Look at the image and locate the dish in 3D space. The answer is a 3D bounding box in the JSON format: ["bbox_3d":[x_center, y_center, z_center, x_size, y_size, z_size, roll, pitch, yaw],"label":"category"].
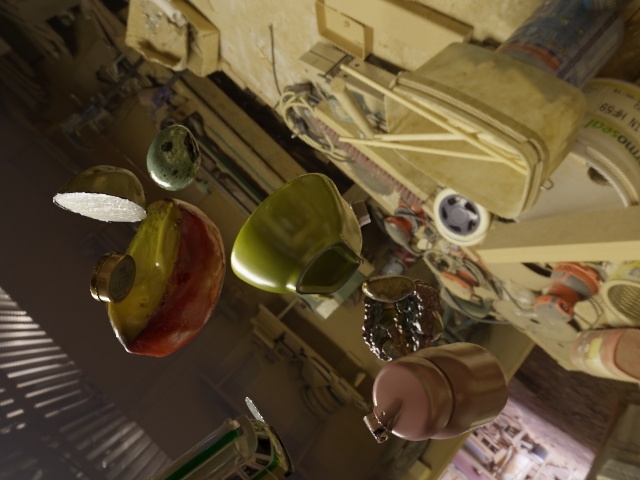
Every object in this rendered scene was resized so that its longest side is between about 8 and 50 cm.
[{"bbox_3d":[-0.010,0.022,0.748,0.108,0.221,0.262,47,-170,31],"label":"dish"}]

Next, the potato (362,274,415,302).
[{"bbox_3d":[0.108,0.078,0.711,0.045,0.092,0.046,-133,46,-55],"label":"potato"}]

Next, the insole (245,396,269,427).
[{"bbox_3d":[-0.154,0.519,1.245,0.193,0.006,0.065,50,143,21],"label":"insole"}]

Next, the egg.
[{"bbox_3d":[-0.242,-0.137,0.745,0.085,0.110,0.085,20,-168,-4],"label":"egg"}]

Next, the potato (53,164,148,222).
[{"bbox_3d":[-0.523,-0.127,1.095,0.203,0.117,0.182,2,164,2],"label":"potato"}]

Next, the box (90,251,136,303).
[{"bbox_3d":[-0.415,0.075,0.901,0.037,0.105,0.105,10,159,7],"label":"box"}]

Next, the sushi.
[{"bbox_3d":[0.265,0.252,1.380,0.237,0.269,0.171,1,174,32],"label":"sushi"}]

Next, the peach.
[{"bbox_3d":[-0.366,0.105,1.121,0.306,0.380,0.242,1,151,43],"label":"peach"}]

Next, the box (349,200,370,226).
[{"bbox_3d":[0.169,-0.114,1.887,0.122,0.062,0.089,54,-163,-70],"label":"box"}]

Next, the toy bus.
[{"bbox_3d":[-0.235,0.540,1.026,0.143,0.306,0.179,45,166,53],"label":"toy bus"}]

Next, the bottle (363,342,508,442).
[{"bbox_3d":[0.221,0.303,0.869,0.297,0.206,0.173,10,-142,-49],"label":"bottle"}]
